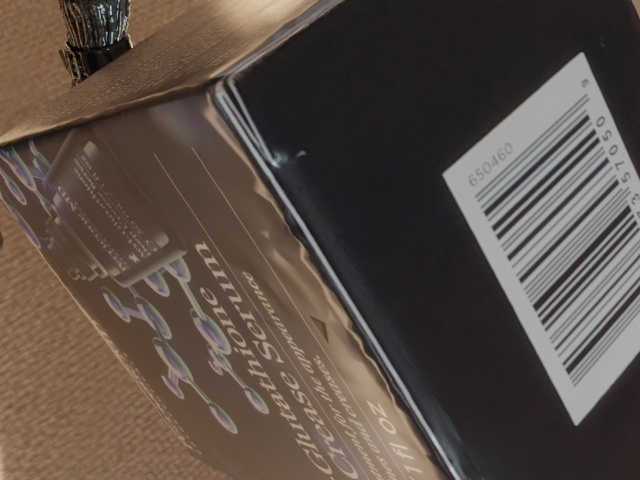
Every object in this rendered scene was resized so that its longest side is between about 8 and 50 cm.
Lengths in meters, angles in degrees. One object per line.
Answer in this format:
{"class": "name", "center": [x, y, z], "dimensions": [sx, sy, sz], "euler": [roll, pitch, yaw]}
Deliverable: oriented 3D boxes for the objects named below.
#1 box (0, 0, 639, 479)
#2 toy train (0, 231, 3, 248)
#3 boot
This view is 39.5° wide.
{"class": "box", "center": [0.000, 0.000, 0.543], "dimensions": [0.212, 0.396, 0.293], "euler": [-41, 111, -25]}
{"class": "toy train", "center": [-0.543, -0.078, 1.216], "dimensions": [0.190, 0.334, 0.142], "euler": [43, 66, 11]}
{"class": "boot", "center": [-0.303, -0.247, 1.361], "dimensions": [0.131, 0.348, 0.260], "euler": [-13, 121, -39]}
